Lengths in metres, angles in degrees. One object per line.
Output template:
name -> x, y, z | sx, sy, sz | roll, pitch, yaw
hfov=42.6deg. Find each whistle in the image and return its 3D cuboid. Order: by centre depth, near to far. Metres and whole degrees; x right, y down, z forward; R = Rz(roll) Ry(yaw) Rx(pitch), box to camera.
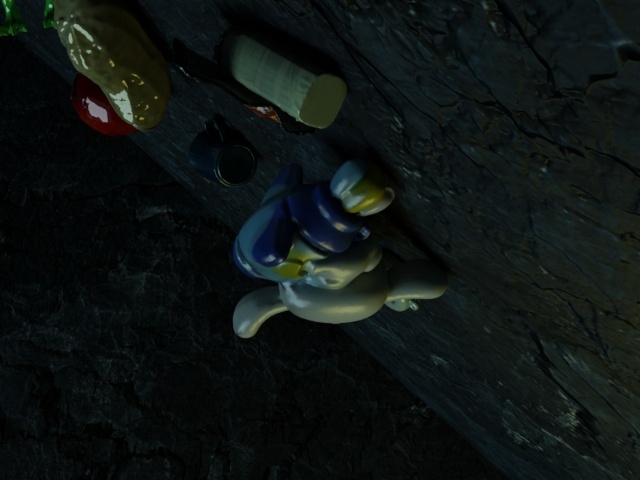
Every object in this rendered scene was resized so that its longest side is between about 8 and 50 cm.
whistle -> 0.113, 0.051, 1.660 | 0.258, 0.067, 0.126 | 43, 158, 29

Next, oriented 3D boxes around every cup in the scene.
cup -> -0.227, -0.194, 1.838 | 0.150, 0.113, 0.138 | 48, 168, -33

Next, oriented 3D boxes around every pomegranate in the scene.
pomegranate -> -0.481, -0.355, 1.954 | 0.210, 0.210, 0.235 | 48, -163, -24

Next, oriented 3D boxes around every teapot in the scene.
teapot -> -0.050, -0.227, 1.124 | 0.200, 0.077, 0.107 | 37, -160, 34

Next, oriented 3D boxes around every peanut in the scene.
peanut -> -0.403, -0.376, 1.646 | 0.340, 0.158, 0.174 | 49, -163, -48

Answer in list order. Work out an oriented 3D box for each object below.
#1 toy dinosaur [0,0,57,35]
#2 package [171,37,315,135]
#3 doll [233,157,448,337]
toy dinosaur -> -0.613, -0.621, 1.635 | 0.374, 0.144, 0.500 | 96, 155, -45
package -> -0.112, -0.217, 1.199 | 0.232, 0.040, 0.166 | 23, -161, -22
doll -> -0.006, 0.013, 1.350 | 0.365, 0.376, 0.187 | 69, 174, -46
